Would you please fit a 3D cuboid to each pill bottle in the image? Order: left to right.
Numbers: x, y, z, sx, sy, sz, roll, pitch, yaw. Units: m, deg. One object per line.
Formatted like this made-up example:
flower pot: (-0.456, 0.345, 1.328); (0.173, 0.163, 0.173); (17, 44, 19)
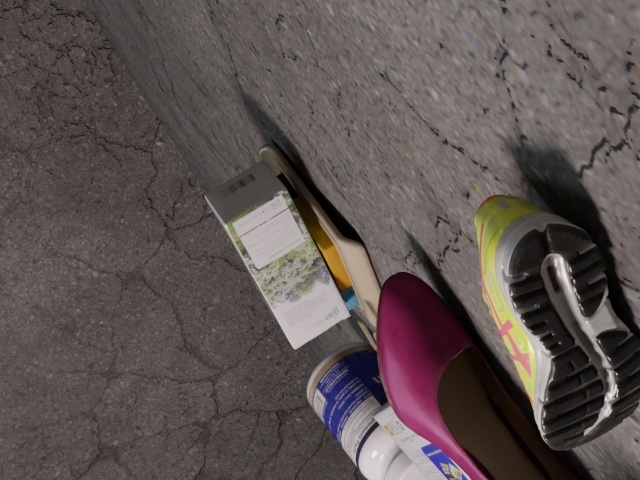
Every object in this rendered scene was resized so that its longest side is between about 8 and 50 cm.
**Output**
pill bottle: (0.102, 0.298, 1.592); (0.265, 0.153, 0.153); (47, 168, 44)

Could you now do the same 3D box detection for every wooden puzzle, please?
wooden puzzle: (0.000, 0.000, 1.379); (0.239, 0.044, 0.221); (49, 169, 36)

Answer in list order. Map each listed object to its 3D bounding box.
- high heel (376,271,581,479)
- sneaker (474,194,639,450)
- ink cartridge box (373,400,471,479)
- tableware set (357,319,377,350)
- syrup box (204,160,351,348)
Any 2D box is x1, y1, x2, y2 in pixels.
high heel: (0.194, 0.190, 0.978); (0.181, 0.127, 0.377); (-16, 107, 51)
sneaker: (0.153, 0.052, 0.653); (0.094, 0.081, 0.208); (55, 169, 55)
ink cartridge box: (0.221, 0.335, 1.249); (0.371, 0.069, 0.176); (51, 163, 8)
tableware set: (0.131, 0.177, 1.356); (0.128, 0.039, 0.194); (37, 164, 41)
syrup box: (-0.055, 0.023, 1.320); (0.096, 0.093, 0.237); (50, 169, 54)
